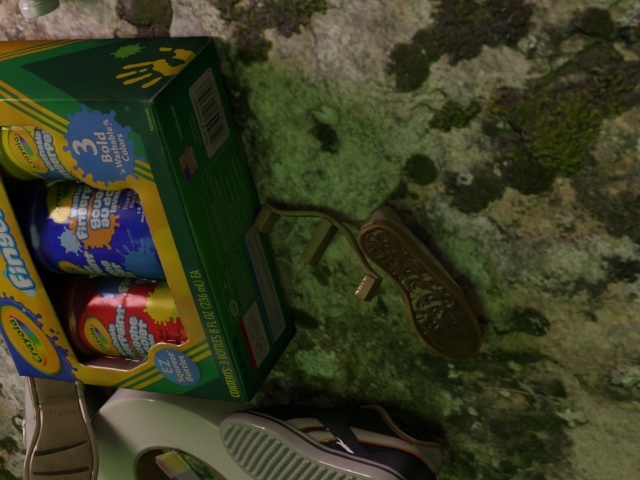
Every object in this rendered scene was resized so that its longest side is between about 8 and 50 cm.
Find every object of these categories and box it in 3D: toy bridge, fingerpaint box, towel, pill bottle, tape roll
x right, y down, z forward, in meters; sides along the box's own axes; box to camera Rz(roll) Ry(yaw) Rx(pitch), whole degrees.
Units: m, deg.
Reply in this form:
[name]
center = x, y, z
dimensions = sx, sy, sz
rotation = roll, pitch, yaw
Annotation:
[toy bridge]
center = 0.000, 0.000, 1.585
dimensions = 0.188, 0.026, 0.063
rotation = 34, 98, 26
[fingerpaint box]
center = -0.272, -0.022, 1.657
dimensions = 0.371, 0.163, 0.445
rotation = 4, 126, 26
[towel]
center = -0.204, 0.344, 1.938
dimensions = 0.083, 0.009, 0.060
rotation = 48, 135, -10
[pill bottle]
center = -0.351, -0.326, 1.552
dimensions = 0.065, 0.065, 0.116
rotation = 5, 126, 31
[tape roll]
center = -0.180, 0.371, 2.003
dimensions = 0.392, 0.072, 0.392
rotation = 18, 132, 22

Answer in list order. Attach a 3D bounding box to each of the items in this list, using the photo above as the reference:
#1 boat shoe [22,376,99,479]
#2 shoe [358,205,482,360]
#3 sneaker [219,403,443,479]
[boat shoe]
center = -0.392, 0.298, 1.973
dimensions = 0.113, 0.302, 0.103
rotation = -1, 158, -10
[shoe]
center = 0.124, 0.050, 1.552
dimensions = 0.076, 0.058, 0.219
rotation = -28, 111, 24
[sneaker]
center = 0.018, 0.286, 1.764
dimensions = 0.321, 0.127, 0.126
rotation = 16, 130, 33
